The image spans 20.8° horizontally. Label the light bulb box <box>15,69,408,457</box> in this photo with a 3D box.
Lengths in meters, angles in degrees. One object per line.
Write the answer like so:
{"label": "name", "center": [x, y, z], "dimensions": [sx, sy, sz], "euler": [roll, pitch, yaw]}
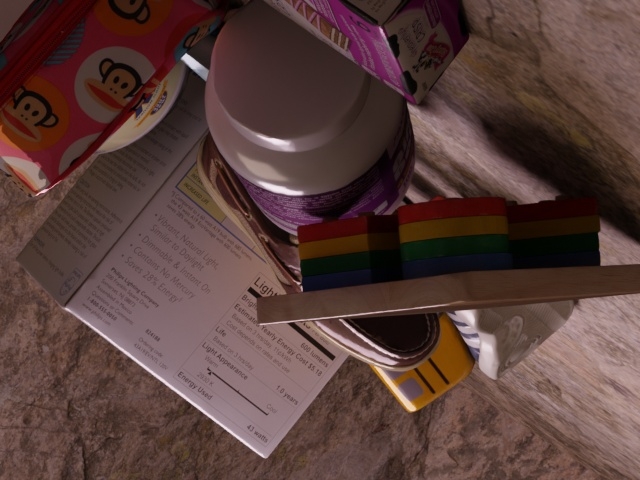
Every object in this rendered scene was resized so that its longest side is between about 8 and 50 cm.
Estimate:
{"label": "light bulb box", "center": [-0.113, 0.008, 2.166], "dimensions": [0.358, 0.361, 0.225], "euler": [41, 175, -30]}

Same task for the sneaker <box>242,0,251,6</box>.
{"label": "sneaker", "center": [-0.025, -0.190, 1.661], "dimensions": [0.119, 0.047, 0.057], "euler": [40, 155, -31]}

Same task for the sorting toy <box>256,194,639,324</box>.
{"label": "sorting toy", "center": [0.119, 0.014, 1.485], "dimensions": [0.257, 0.089, 0.255], "euler": [-1, 175, -42]}

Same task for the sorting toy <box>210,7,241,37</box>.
{"label": "sorting toy", "center": [-0.054, -0.182, 1.890], "dimensions": [0.193, 0.038, 0.208], "euler": [40, 174, -17]}

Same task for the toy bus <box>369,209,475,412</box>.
{"label": "toy bus", "center": [0.055, 0.026, 2.010], "dimensions": [0.332, 0.130, 0.108], "euler": [51, -160, -7]}

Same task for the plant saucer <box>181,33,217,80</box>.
{"label": "plant saucer", "center": [-0.090, -0.170, 1.817], "dimensions": [0.195, 0.037, 0.195], "euler": [40, 178, 1]}

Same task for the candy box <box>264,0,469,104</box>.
{"label": "candy box", "center": [-0.014, -0.207, 1.236], "dimensions": [0.233, 0.071, 0.159], "euler": [37, 175, 19]}

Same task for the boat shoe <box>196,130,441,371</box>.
{"label": "boat shoe", "center": [0.000, 0.000, 1.851], "dimensions": [0.342, 0.123, 0.123], "euler": [50, 169, 3]}

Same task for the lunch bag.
{"label": "lunch bag", "center": [-0.187, -0.160, 1.432], "dimensions": [0.120, 0.258, 0.293], "euler": [40, -159, -13]}

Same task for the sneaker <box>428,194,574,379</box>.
{"label": "sneaker", "center": [0.176, 0.042, 1.896], "dimensions": [0.148, 0.131, 0.350], "euler": [47, 175, 22]}

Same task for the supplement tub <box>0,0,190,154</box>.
{"label": "supplement tub", "center": [-0.282, -0.212, 1.903], "dimensions": [0.235, 0.235, 0.325], "euler": [37, -171, 9]}

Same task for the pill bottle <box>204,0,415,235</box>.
{"label": "pill bottle", "center": [-0.008, -0.108, 1.508], "dimensions": [0.169, 0.169, 0.301], "euler": [37, 175, 12]}
